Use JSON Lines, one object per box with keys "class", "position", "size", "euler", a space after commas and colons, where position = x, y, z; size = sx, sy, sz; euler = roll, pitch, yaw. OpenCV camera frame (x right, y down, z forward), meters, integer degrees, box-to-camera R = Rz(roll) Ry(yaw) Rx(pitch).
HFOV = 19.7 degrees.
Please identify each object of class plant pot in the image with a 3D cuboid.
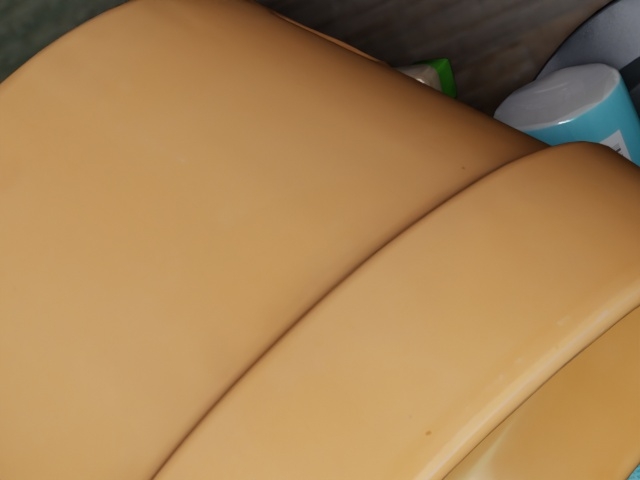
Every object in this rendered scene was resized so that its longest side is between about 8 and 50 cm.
{"class": "plant pot", "position": [-0.024, 0.051, 0.641], "size": [0.203, 0.291, 0.291], "euler": [42, 113, 20]}

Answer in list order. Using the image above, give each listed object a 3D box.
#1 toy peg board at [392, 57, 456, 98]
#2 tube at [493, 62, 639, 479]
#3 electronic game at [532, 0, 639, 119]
{"class": "toy peg board", "position": [0.000, 0.000, 0.799], "size": [0.160, 0.079, 0.161], "euler": [-5, 111, 25]}
{"class": "tube", "position": [0.130, 0.030, 0.758], "size": [0.080, 0.052, 0.207], "euler": [-10, 116, 29]}
{"class": "electronic game", "position": [0.187, -0.008, 0.777], "size": [0.229, 0.048, 0.229], "euler": [6, 114, 13]}
